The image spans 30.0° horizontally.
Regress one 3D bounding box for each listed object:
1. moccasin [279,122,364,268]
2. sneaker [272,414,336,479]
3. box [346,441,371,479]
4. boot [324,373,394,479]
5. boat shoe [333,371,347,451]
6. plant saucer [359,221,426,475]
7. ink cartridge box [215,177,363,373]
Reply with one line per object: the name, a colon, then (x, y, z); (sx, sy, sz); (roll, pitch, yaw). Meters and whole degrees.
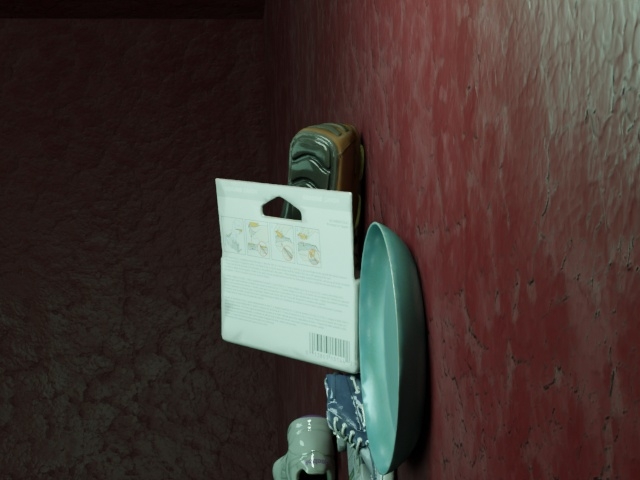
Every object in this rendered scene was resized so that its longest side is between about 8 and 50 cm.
moccasin: (-0.003, -0.001, 1.898); (0.147, 0.139, 0.380); (-17, -66, -55)
sneaker: (-0.033, 0.473, 2.344); (0.305, 0.114, 0.152); (96, 172, -50)
box: (0.064, 0.302, 1.790); (0.145, 0.038, 0.186); (104, 163, -66)
boot: (0.052, 0.271, 1.667); (0.069, 0.086, 0.190); (97, 170, -52)
boat shoe: (0.043, 0.282, 1.973); (0.049, 0.040, 0.142); (82, -177, -58)
plant saucer: (0.090, 0.135, 1.510); (0.317, 0.044, 0.317); (179, 90, -83)
ink cartridge box: (-0.035, 0.043, 1.777); (0.296, 0.066, 0.261); (9, 104, 45)
